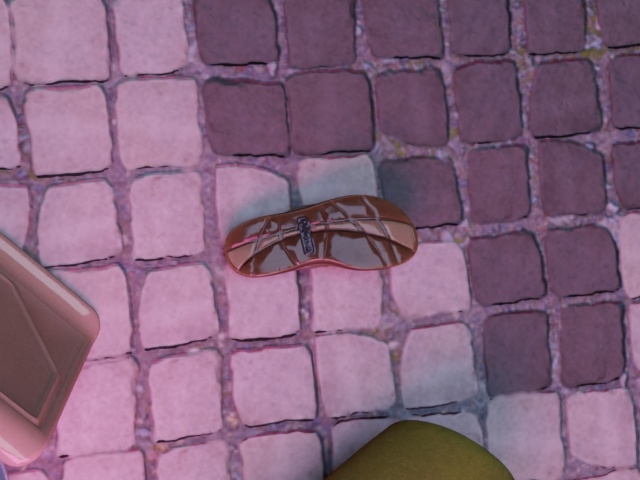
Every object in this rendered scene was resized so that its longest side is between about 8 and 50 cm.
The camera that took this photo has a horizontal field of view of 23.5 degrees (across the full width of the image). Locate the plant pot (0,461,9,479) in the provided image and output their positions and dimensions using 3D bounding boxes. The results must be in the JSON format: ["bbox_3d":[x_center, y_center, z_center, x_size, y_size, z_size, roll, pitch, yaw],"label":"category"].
[{"bbox_3d":[-0.386,0.270,1.195,0.195,0.290,0.290,-3,87,16],"label":"plant pot"}]

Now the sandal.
[{"bbox_3d":[0.000,0.000,1.435,0.180,0.049,0.072,-8,83,-4],"label":"sandal"}]

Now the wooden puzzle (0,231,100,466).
[{"bbox_3d":[-0.295,0.063,1.261,0.221,0.239,0.044,40,112,-11],"label":"wooden puzzle"}]

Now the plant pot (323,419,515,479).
[{"bbox_3d":[0.051,0.311,1.336,0.275,0.275,0.293,39,60,-12],"label":"plant pot"}]
